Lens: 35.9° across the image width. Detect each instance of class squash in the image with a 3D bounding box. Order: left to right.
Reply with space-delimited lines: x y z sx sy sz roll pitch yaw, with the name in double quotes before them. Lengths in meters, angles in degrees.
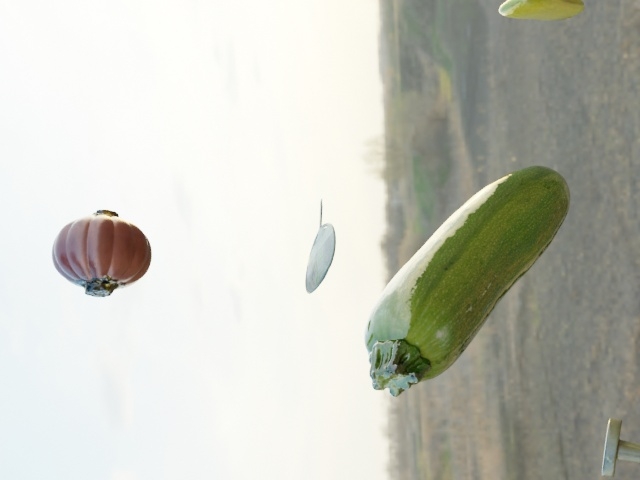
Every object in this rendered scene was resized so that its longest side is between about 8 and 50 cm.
"squash" 0.096 0.021 0.658 0.258 0.069 0.069 -41 -44 -42

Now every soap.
"soap" 0.337 -0.357 1.505 0.168 0.089 0.033 -9 -91 -53

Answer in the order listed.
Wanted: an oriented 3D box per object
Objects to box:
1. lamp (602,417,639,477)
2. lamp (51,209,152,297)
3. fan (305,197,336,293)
"lamp" 0.449 0.266 1.175 0.121 0.215 0.121 8 -90 -72
"lamp" -0.238 0.014 1.075 0.107 0.108 0.092 73 -162 -72
"fan" 0.002 0.002 0.767 0.060 0.003 0.080 166 116 -70
